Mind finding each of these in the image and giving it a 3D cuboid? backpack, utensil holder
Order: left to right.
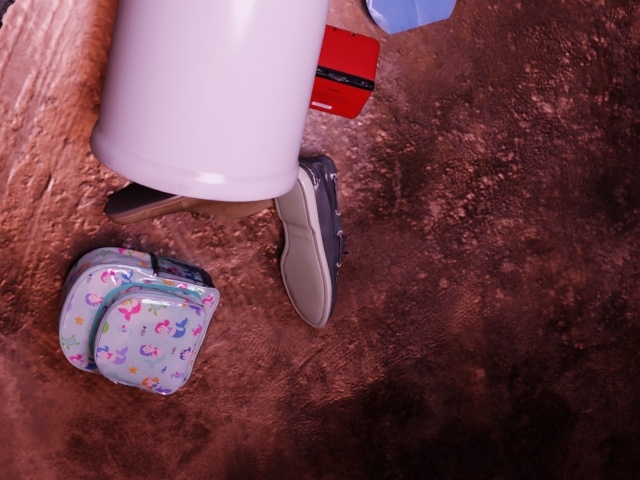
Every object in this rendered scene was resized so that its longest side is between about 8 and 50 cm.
[{"bbox_3d":[-0.320,0.135,1.899,0.254,0.191,0.225,19,105,-16],"label":"backpack"},{"bbox_3d":[-0.156,-0.294,1.677,0.328,0.327,0.385,7,113,-17],"label":"utensil holder"}]

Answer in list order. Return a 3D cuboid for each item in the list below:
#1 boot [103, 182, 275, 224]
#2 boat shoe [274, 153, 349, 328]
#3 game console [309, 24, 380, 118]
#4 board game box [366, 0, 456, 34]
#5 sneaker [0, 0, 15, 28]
[{"bbox_3d":[-0.212,-0.067,1.893,0.305,0.112,0.115,-18,124,-10],"label":"boot"},{"bbox_3d":[-0.003,-0.002,1.966,0.113,0.127,0.340,-33,126,-34],"label":"boat shoe"},{"bbox_3d":[0.018,-0.292,1.914,0.144,0.085,0.124,13,137,-19],"label":"game console"},{"bbox_3d":[0.150,-0.430,1.888,0.169,0.033,0.133,-19,109,-13],"label":"board game box"},{"bbox_3d":[-0.494,-0.365,1.707,0.130,0.087,0.227,2,104,-9],"label":"sneaker"}]
